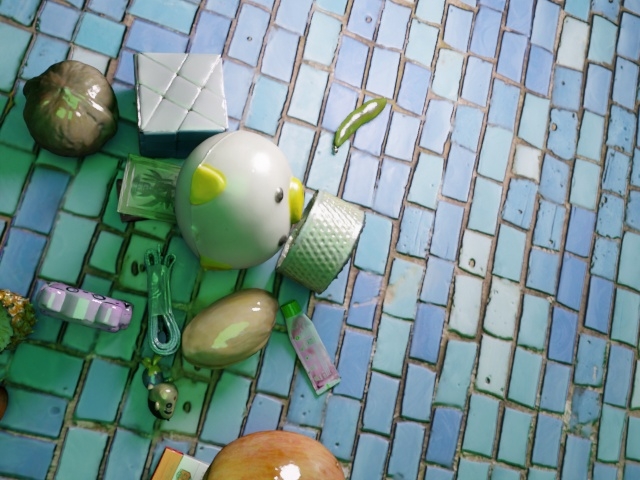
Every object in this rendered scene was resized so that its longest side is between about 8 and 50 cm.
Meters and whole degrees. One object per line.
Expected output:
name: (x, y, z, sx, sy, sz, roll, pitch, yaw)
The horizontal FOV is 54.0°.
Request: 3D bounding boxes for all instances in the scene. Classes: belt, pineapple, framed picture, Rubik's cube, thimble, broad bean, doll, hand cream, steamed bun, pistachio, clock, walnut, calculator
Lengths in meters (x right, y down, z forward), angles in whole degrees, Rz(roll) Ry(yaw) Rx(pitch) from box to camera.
belt: (-0.421, 0.158, 1.673, 0.087, 0.072, 0.302, -4, 75, -10)
pineapple: (-0.770, 0.188, 1.563, 0.176, 0.137, 0.161, -11, 96, 22)
framed picture: (-0.430, -0.135, 1.735, 0.231, 0.010, 0.172, 11, 76, -20)
Rubik's cube: (-0.382, -0.359, 1.701, 0.231, 0.224, 0.221, -4, 80, -14)
thimble: (0.000, 0.000, 1.731, 0.150, 0.271, 0.270, 28, 75, -8)
broad bean: (0.115, -0.371, 1.937, 0.254, 0.046, 0.065, -44, 101, -16)
doll: (-0.420, 0.388, 1.649, 0.089, 0.102, 0.179, -14, 88, 26)
hand cream: (-0.032, 0.300, 1.794, 0.079, 0.050, 0.275, -25, 94, 7)
steamed bun: (-0.217, -0.100, 1.638, 0.334, 0.334, 0.373, -18, 130, -18)
pistachio: (-0.237, 0.236, 1.682, 0.293, 0.162, 0.181, -31, 74, -15)
clock: (-0.582, 0.166, 1.549, 0.228, 0.248, 0.090, 17, 79, -13)
walnut: (-0.645, -0.340, 1.626, 0.249, 0.248, 0.248, 3, 81, -15)
calculator: (-0.463, -0.121, 1.742, 0.191, 0.034, 0.126, -7, 82, -18)

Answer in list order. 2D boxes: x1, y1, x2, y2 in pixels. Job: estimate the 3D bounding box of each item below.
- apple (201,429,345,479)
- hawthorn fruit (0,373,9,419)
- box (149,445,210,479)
apple: (-0.136, 0.660, 1.529, 0.347, 0.391, 0.391, 18, 77, -14)
hawthorn fruit: (-0.822, 0.391, 1.519, 0.125, 0.125, 0.140, 5, 47, -15)
box: (-0.358, 0.618, 1.647, 0.152, 0.048, 0.100, 26, 73, -8)
